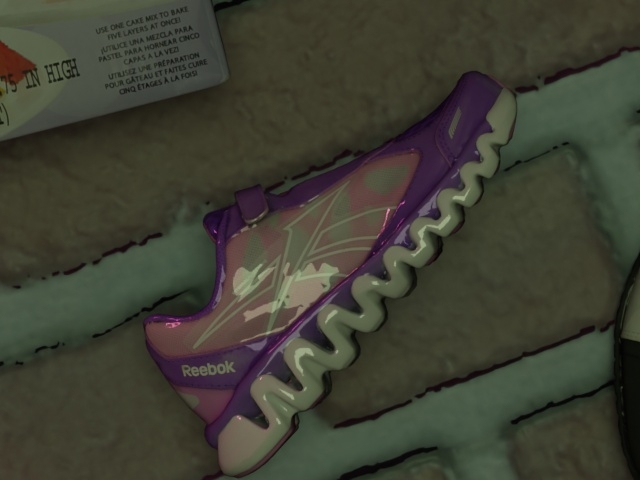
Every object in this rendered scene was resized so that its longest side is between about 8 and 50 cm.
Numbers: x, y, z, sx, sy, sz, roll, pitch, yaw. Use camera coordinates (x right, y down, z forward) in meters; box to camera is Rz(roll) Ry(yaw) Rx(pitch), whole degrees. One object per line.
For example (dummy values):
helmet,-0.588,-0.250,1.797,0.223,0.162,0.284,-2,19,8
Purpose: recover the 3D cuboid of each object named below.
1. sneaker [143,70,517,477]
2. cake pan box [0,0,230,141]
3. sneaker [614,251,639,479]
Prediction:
sneaker,0.000,0.000,0.952,0.104,0.095,0.236,40,88,6
cake pan box,-0.199,-0.163,0.925,0.267,0.070,0.245,-13,103,-2
sneaker,0.238,-0.010,0.938,0.122,0.146,0.330,18,90,-4
